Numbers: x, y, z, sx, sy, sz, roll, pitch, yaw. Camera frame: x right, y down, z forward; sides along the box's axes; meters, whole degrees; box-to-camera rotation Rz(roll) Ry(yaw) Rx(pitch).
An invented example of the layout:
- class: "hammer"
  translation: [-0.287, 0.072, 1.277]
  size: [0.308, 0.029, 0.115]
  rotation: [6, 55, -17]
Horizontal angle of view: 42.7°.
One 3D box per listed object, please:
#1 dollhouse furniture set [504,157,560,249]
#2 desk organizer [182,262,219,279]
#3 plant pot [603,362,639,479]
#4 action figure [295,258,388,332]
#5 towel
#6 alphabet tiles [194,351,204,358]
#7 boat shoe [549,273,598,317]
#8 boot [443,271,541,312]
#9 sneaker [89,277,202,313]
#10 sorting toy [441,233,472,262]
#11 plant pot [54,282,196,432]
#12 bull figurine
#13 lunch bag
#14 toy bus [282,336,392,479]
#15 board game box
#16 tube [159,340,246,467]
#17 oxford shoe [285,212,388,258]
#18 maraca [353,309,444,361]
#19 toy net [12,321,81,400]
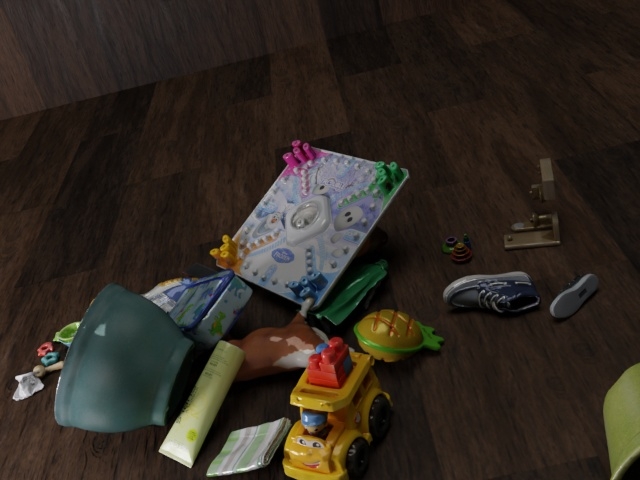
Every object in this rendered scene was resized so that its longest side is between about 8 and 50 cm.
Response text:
- class: "dollhouse furniture set"
  translation: [0.476, -0.084, 1.878]
  size: [0.123, 0.151, 0.144]
  rotation: [-6, 29, 15]
- class: "desk organizer"
  translation: [-0.275, 0.101, 1.999]
  size: [0.047, 0.050, 0.130]
  rotation: [-36, 36, -31]
- class: "plant pot"
  translation: [0.515, 0.302, 1.155]
  size: [0.276, 0.276, 0.254]
  rotation: [-9, 19, 9]
- class: "action figure"
  translation: [0.073, 0.113, 1.815]
  size: [0.232, 0.063, 0.137]
  rotation: [-38, 36, -28]
- class: "towel"
  translation: [-0.131, 0.371, 1.469]
  size: [0.152, 0.023, 0.113]
  rotation: [-22, 20, 37]
- class: "alphabet tiles"
  translation: [-0.389, 0.266, 1.822]
  size: [0.237, 0.009, 0.198]
  rotation: [-35, 36, -30]
- class: "boat shoe"
  translation: [0.505, 0.112, 1.651]
  size: [0.142, 0.049, 0.040]
  rotation: [-31, 15, -28]
- class: "boot"
  translation: [0.352, 0.114, 1.684]
  size: [0.190, 0.069, 0.086]
  rotation: [-13, 28, 1]
- class: "sneaker"
  translation: [-0.375, 0.177, 1.880]
  size: [0.296, 0.112, 0.131]
  rotation: [-14, 56, -8]
- class: "sorting toy"
  translation: [0.319, 0.011, 1.896]
  size: [0.061, 0.042, 0.102]
  rotation: [-20, 31, -9]
- class: "plant pot"
  translation: [-0.363, 0.253, 1.609]
  size: [0.196, 0.293, 0.293]
  rotation: [19, 36, 2]
- class: "bull figurine"
  translation: [-0.082, 0.215, 1.682]
  size: [0.310, 0.101, 0.188]
  rotation: [-9, 28, 9]
- class: "lunch bag"
  translation: [-0.248, 0.150, 1.758]
  size: [0.176, 0.090, 0.219]
  rotation: [-54, 19, -27]
- class: "toy bus"
  translation: [0.016, 0.282, 1.421]
  size: [0.149, 0.211, 0.220]
  rotation: [6, 38, 28]
- class: "board game box"
  translation: [-0.038, -0.057, 1.924]
  size: [0.390, 0.050, 0.390]
  rotation: [20, 69, 47]
- class: "tube"
  translation: [-0.222, 0.310, 1.571]
  size: [0.240, 0.062, 0.070]
  rotation: [-63, 8, -16]
- class: "oxford shoe"
  translation: [0.000, 0.000, 2.017]
  size: [0.363, 0.130, 0.133]
  rotation: [6, 4, 41]
- class: "maraca"
  translation: [0.155, 0.189, 1.630]
  size: [0.185, 0.099, 0.127]
  rotation: [3, 26, -23]
- class: "toy net"
  translation: [-0.638, 0.271, 1.886]
  size: [0.122, 0.045, 0.232]
  rotation: [5, 36, 30]
